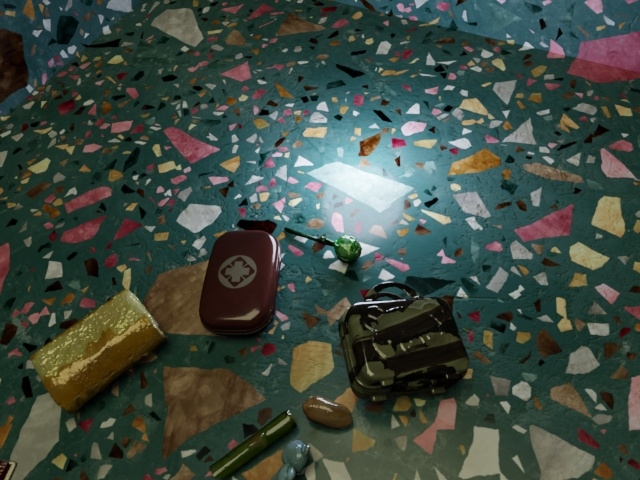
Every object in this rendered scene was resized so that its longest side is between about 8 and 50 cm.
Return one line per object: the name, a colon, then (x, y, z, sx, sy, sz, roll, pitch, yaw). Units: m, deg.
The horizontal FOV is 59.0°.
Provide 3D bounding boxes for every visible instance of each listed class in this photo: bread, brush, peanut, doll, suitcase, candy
bread: (-0.701, 0.351, 1.814, 0.375, 0.165, 0.236, -39, 61, -19)
brush: (-0.982, 0.795, 1.626, 0.060, 0.050, 0.321, 7, 58, 10)
peanut: (0.019, 0.500, 1.643, 0.152, 0.076, 0.076, 14, 59, 12)
doll: (-0.079, 0.642, 1.558, 0.075, 0.120, 0.180, 27, 65, -21)
suitcase: (0.232, 0.288, 1.668, 0.351, 0.194, 0.339, -3, 54, -15)
candy: (0.001, -0.002, 2.005, 0.323, 0.097, 0.097, 18, 60, 29)

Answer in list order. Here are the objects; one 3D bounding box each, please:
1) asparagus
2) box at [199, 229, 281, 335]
asparagus: (-0.189, 0.590, 1.623, 0.277, 0.067, 0.060, -34, 84, -10)
box: (-0.268, 0.137, 1.925, 0.262, 0.108, 0.404, -1, 55, 8)
